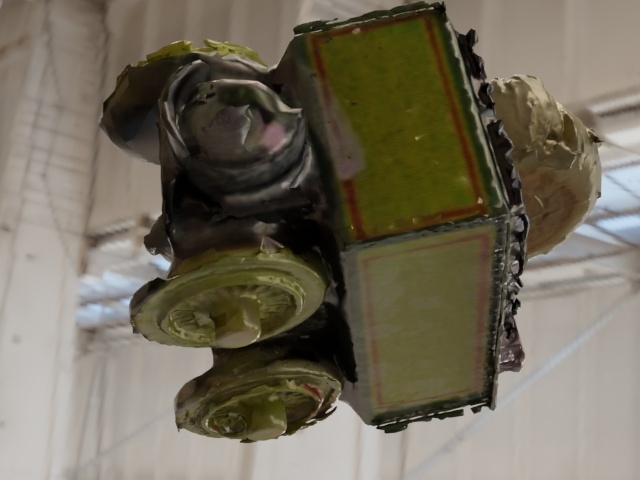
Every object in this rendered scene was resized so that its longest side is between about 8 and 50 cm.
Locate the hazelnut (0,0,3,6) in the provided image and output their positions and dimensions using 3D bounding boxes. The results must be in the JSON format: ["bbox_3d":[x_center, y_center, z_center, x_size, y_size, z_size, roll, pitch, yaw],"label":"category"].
[{"bbox_3d":[-0.270,-0.152,0.819,0.208,0.208,0.208,-26,-123,49],"label":"hazelnut"}]

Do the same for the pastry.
[{"bbox_3d":[0.145,-0.051,1.122,0.166,0.165,0.088,-51,-139,32],"label":"pastry"}]

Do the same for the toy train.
[{"bbox_3d":[0.000,0.000,0.662,0.261,0.177,0.134,80,-2,-62],"label":"toy train"}]
